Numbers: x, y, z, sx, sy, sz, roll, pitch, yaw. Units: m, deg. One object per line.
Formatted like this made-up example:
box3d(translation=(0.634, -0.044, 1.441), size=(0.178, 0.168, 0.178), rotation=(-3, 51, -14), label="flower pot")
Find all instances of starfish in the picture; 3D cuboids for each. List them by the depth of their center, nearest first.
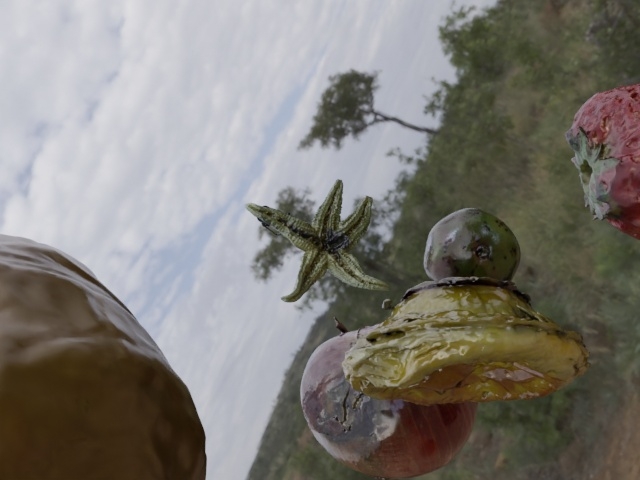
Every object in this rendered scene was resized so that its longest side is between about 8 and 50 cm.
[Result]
box3d(translation=(-0.001, 0.001, 1.001), size=(0.223, 0.217, 0.050), rotation=(-58, 2, -41), label="starfish")

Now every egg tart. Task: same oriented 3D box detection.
box3d(translation=(0.139, 0.104, 0.749), size=(0.241, 0.241, 0.105), rotation=(100, 170, -66), label="egg tart")

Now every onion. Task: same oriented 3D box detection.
box3d(translation=(0.131, 0.295, 1.492), size=(0.353, 0.354, 0.353), rotation=(23, -90, -84), label="onion")

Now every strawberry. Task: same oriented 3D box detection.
box3d(translation=(0.538, -0.130, 1.187), size=(0.257, 0.277, 0.257), rotation=(-17, -90, -79), label="strawberry")

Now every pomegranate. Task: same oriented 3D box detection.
box3d(translation=(0.178, 0.020, 0.926), size=(0.142, 0.115, 0.114), rotation=(104, -170, -80), label="pomegranate")

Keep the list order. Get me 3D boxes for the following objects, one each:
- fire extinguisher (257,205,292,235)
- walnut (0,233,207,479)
box3d(translation=(-0.063, -0.027, 1.093), size=(0.083, 0.025, 0.038), rotation=(18, -91, -67), label="fire extinguisher")
box3d(translation=(-0.267, 0.145, 0.433), size=(0.398, 0.354, 0.307), rotation=(-6, -78, -41), label="walnut")
